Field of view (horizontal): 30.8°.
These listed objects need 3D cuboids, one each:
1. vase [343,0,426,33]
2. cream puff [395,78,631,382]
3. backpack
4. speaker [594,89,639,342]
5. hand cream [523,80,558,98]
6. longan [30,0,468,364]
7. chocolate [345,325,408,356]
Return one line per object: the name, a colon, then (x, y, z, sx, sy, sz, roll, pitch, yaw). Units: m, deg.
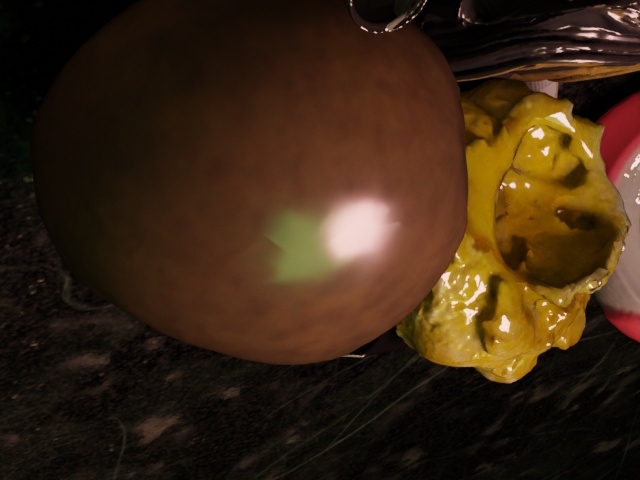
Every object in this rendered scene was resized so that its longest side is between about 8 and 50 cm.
vase: (0.002, -0.193, 0.716, 0.059, 0.167, 0.059, -21, 137, -21)
cream puff: (0.172, -0.011, 1.022, 0.185, 0.282, 0.282, 1, 166, 32)
backpack: (0.192, -0.181, 0.872, 0.206, 0.258, 0.133, -8, 101, -27)
speaker: (0.405, -0.019, 1.228, 0.294, 0.294, 0.294, -22, 150, -13)
hand cream: (0.200, -0.146, 1.105, 0.067, 0.043, 0.210, -24, 145, -6)
longan: (-0.046, -0.052, 0.792, 0.297, 0.297, 0.297, -22, 150, -13)
chocolate: (0.000, 0.000, 1.093, 0.224, 0.206, 0.177, -2, 98, -55)
